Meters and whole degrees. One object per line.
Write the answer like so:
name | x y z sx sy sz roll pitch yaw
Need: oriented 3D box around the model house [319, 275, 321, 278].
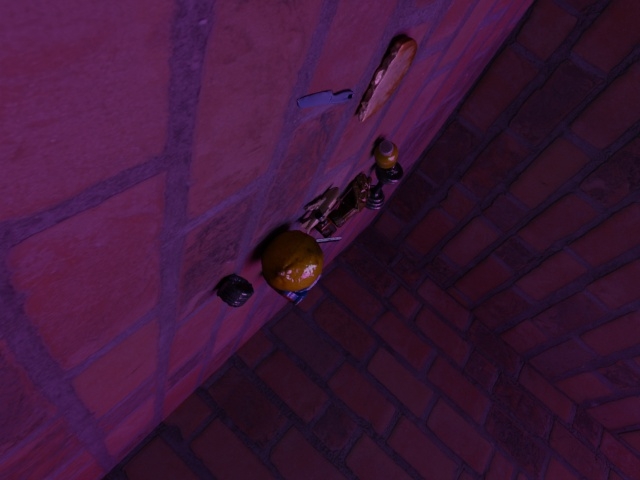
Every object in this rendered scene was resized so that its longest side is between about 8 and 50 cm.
model house | -0.133 0.178 2.453 0.214 0.195 0.189 -34 -164 2

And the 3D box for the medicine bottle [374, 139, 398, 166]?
medicine bottle | 0.331 -0.443 2.031 0.121 0.122 0.212 -49 171 4

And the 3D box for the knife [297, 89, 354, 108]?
knife | 0.023 -0.394 1.115 0.313 0.019 0.044 -36 158 -51

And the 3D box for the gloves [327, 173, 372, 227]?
gloves | 0.182 -0.216 2.234 0.331 0.141 0.154 -49 170 4

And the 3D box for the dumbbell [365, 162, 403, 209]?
dumbbell | 0.363 -0.338 2.460 0.179 0.179 0.406 -43 170 -31

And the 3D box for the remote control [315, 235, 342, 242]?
remote control | 0.000 0.000 2.230 0.246 0.025 0.063 -6 169 -21

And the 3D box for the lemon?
lemon | -0.121 0.087 1.725 0.268 0.268 0.322 -49 171 8

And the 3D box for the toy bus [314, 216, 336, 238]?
toy bus | 0.021 -0.078 2.206 0.092 0.093 0.409 -44 172 1

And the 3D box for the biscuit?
biscuit | 0.232 -0.551 1.359 0.205 0.040 0.309 -41 169 -37

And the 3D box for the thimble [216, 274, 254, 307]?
thimble | -0.338 0.203 1.614 0.090 0.118 0.135 -51 171 11

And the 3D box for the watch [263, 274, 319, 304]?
watch | -0.107 0.177 2.091 0.274 0.241 0.305 -55 143 1

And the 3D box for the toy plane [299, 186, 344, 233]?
toy plane | 0.006 -0.143 1.876 0.256 0.104 0.242 -42 156 3

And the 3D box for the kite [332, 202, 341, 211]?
kite | 0.107 -0.198 2.382 0.222 0.008 0.125 -36 165 -53
